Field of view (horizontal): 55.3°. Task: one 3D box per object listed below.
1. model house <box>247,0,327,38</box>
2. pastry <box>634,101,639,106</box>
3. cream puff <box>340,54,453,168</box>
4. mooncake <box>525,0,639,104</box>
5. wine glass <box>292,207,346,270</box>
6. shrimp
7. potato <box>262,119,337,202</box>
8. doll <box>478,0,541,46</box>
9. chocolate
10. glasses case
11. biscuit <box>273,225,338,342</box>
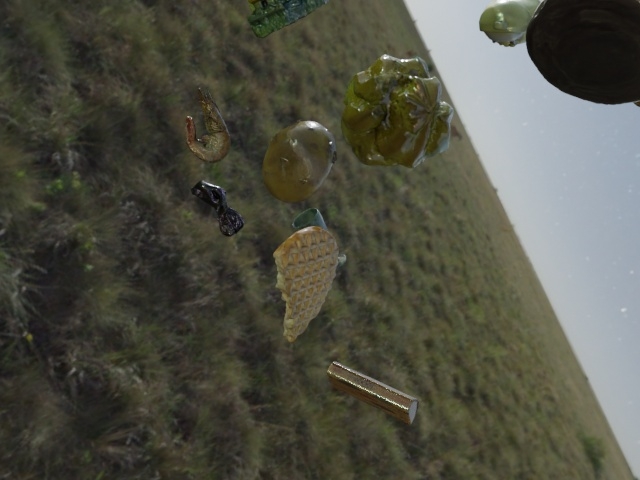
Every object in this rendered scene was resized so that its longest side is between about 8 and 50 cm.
[{"bbox_3d":[-0.102,-0.629,1.465,0.211,0.194,0.170,63,27,-21],"label":"model house"},{"bbox_3d":[0.671,-0.313,1.231,0.097,0.109,0.057,62,40,-40],"label":"pastry"},{"bbox_3d":[0.246,-0.401,1.924,0.378,0.378,0.275,63,6,-9],"label":"cream puff"},{"bbox_3d":[0.445,-0.327,0.941,0.245,0.133,0.245,27,-12,6],"label":"mooncake"},{"bbox_3d":[0.000,0.000,1.477,0.155,0.073,0.073,56,18,-30],"label":"wine glass"},{"bbox_3d":[-0.248,-0.242,1.290,0.162,0.095,0.045,71,-14,-14],"label":"shrimp"},{"bbox_3d":[-0.045,-0.161,1.237,0.137,0.176,0.137,28,1,0],"label":"potato"},{"bbox_3d":[0.410,-0.473,1.332,0.296,0.141,0.117,-47,145,-52],"label":"doll"},{"bbox_3d":[-0.233,-0.075,1.397,0.147,0.072,0.070,54,21,-45],"label":"chocolate"},{"bbox_3d":[0.096,0.274,1.123,0.041,0.170,0.064,-55,149,-26],"label":"glasses case"},{"bbox_3d":[-0.024,0.085,1.388,0.204,0.040,0.309,-45,149,-33],"label":"biscuit"}]
